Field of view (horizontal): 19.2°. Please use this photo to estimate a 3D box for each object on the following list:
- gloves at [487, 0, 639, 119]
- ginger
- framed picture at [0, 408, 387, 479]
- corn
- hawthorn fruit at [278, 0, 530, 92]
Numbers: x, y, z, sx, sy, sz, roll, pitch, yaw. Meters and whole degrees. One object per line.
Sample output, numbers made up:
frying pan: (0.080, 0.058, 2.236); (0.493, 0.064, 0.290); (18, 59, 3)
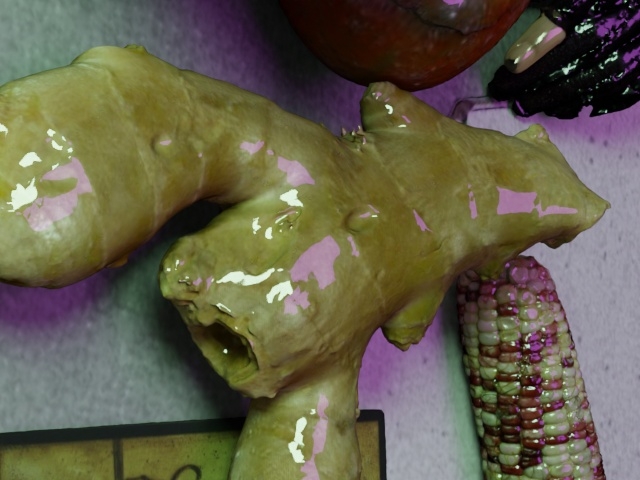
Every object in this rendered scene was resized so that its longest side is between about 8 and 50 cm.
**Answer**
gloves: (0.197, -0.151, 1.376); (0.181, 0.106, 0.129); (-32, 114, -52)
ginger: (-0.018, -0.010, 1.074); (0.363, 0.122, 0.348); (51, 58, -21)
framed picture: (-0.064, 0.231, 1.095); (0.339, 0.014, 0.255); (3, 85, -51)
corn: (0.147, 0.122, 1.311); (0.086, 0.086, 0.253); (-20, 101, -50)
hawthorn fruit: (0.051, -0.175, 1.161); (0.173, 0.173, 0.172); (6, 83, -51)
